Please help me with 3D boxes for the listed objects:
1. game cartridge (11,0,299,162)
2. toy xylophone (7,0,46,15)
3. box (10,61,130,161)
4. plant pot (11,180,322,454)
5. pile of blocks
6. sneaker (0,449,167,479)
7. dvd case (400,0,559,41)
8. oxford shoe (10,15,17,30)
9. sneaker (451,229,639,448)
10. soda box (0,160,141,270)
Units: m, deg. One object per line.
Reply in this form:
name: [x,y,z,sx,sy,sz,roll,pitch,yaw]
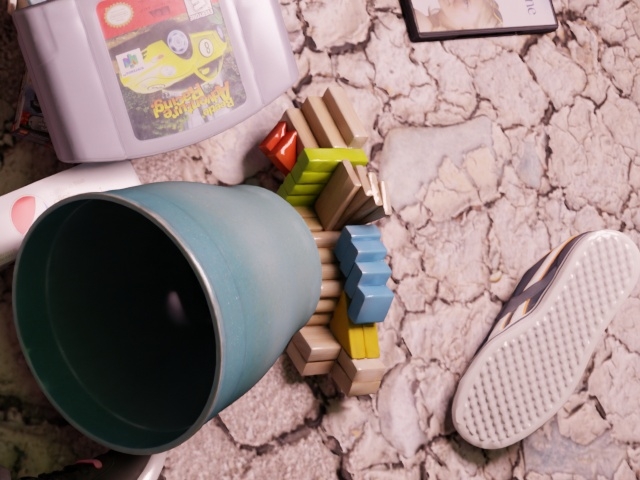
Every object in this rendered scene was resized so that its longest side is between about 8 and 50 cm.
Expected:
game cartridge: [-0.168,-0.198,1.794,0.294,0.060,0.196,-24,109,-24]
toy xylophone: [-0.208,-0.268,1.842,0.323,0.081,0.236,-7,92,-28]
box: [-0.273,-0.142,1.863,0.137,0.027,0.094,19,64,-26]
plant pot: [-0.137,0.056,1.749,0.255,0.272,0.271,-23,87,-53]
pile of blocks: [0.000,0.000,1.916,0.113,0.149,0.362,-3,76,-33]
sneaker: [-0.287,0.252,1.674,0.296,0.104,0.147,-41,103,-31]
dvd case: [0.203,-0.361,2.244,0.253,0.022,0.180,-9,79,-35]
oxford shoe: [-0.285,-0.318,1.886,0.076,0.076,0.212,36,60,-20]
sneaker: [0.275,0.126,2.078,0.126,0.127,0.321,42,81,-7]
soda box: [-0.297,-0.026,1.781,0.216,0.074,0.069,-27,90,-36]
